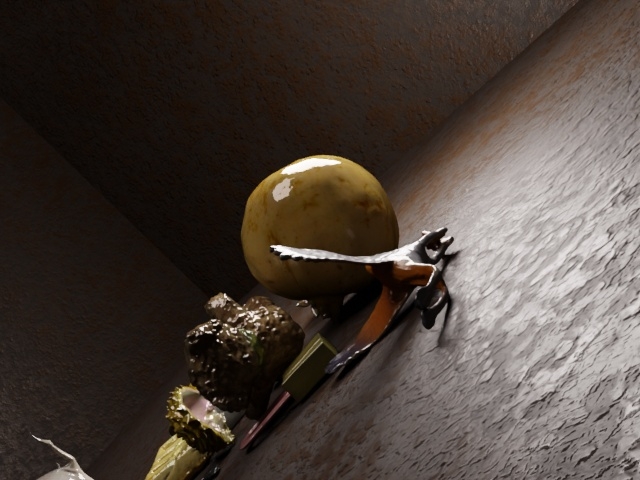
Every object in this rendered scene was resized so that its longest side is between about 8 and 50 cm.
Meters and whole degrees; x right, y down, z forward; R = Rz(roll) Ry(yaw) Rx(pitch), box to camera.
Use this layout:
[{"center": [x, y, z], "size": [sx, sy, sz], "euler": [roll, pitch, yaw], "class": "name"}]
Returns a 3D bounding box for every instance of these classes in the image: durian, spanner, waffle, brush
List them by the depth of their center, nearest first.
[{"center": [-0.062, 0.263, 1.305], "size": [0.233, 0.047, 0.103], "euler": [-47, 3, 1], "class": "brush"}, {"center": [-0.241, 0.456, 1.404], "size": [0.208, 0.012, 0.046], "euler": [-42, 5, 38], "class": "spanner"}, {"center": [-0.246, 0.340, 1.483], "size": [0.078, 0.140, 0.224], "euler": [-57, 19, 4], "class": "durian"}, {"center": [-0.285, 0.442, 1.604], "size": [0.168, 0.057, 0.274], "euler": [-44, 5, 4], "class": "waffle"}]

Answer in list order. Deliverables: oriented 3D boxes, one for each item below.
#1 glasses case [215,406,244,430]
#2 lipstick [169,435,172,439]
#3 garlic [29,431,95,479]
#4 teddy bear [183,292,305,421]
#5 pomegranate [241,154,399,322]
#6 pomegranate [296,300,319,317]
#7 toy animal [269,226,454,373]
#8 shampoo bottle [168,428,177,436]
[{"center": [-0.175, 0.320, 1.605], "size": [0.049, 0.074, 0.193], "euler": [-40, 8, 50], "class": "glasses case"}, {"center": [-0.341, 0.472, 1.895], "size": [0.051, 0.051, 0.312], "euler": [-43, 7, -1], "class": "lipstick"}, {"center": [-0.562, 0.606, 1.565], "size": [0.340, 0.246, 0.231], "euler": [-64, 1, -23], "class": "garlic"}, {"center": [-0.152, 0.214, 1.422], "size": [0.223, 0.246, 0.296], "euler": [-15, 0, -20], "class": "teddy bear"}, {"center": [0.000, 0.000, 1.572], "size": [0.342, 0.342, 0.342], "euler": [-45, 5, 5], "class": "pomegranate"}, {"center": [-0.003, 0.085, 1.797], "size": [0.169, 0.148, 0.148], "euler": [-50, 2, 29], "class": "pomegranate"}, {"center": [0.124, 0.042, 1.165], "size": [0.284, 0.225, 0.302], "euler": [-11, 17, 47], "class": "toy animal"}, {"center": [-0.295, 0.404, 1.845], "size": [0.067, 0.068, 0.236], "euler": [-1, 14, 17], "class": "shampoo bottle"}]
